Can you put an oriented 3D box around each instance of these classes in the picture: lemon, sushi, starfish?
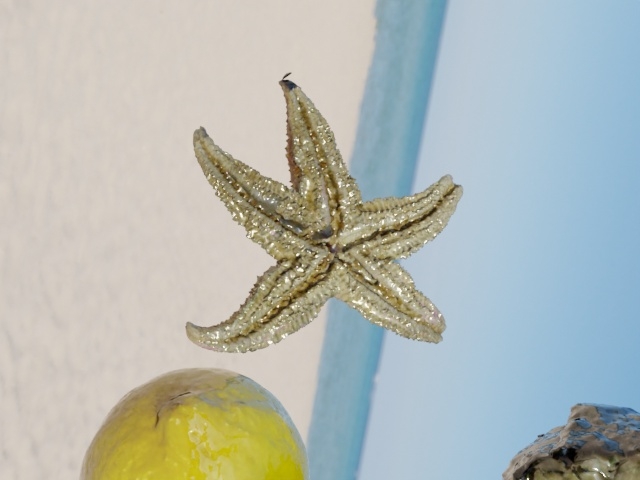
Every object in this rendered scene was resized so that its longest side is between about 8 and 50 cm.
[{"bbox_3d":[-0.125,0.248,0.954,0.263,0.235,0.236,136,-33,-72],"label":"lemon"},{"bbox_3d":[0.358,0.288,1.039,0.170,0.350,0.211,-19,96,-60],"label":"sushi"},{"bbox_3d":[-0.001,0.000,0.679,0.240,0.227,0.043,-36,180,-27],"label":"starfish"}]
